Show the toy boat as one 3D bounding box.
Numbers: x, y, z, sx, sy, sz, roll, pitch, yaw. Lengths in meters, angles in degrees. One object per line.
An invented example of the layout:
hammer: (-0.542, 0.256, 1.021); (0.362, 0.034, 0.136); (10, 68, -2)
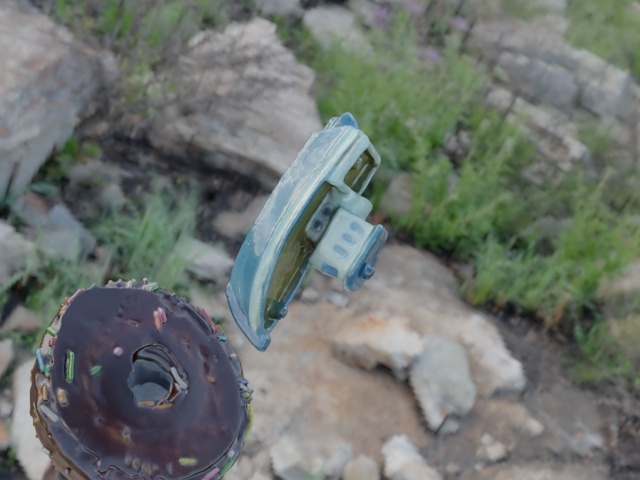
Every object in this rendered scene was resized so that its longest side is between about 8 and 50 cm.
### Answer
toy boat: (0.000, 0.000, 1.173); (0.102, 0.215, 0.088); (32, -3, 18)

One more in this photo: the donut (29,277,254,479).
donut: (-0.182, 0.154, 1.354); (0.235, 0.089, 0.235); (15, 59, -26)
